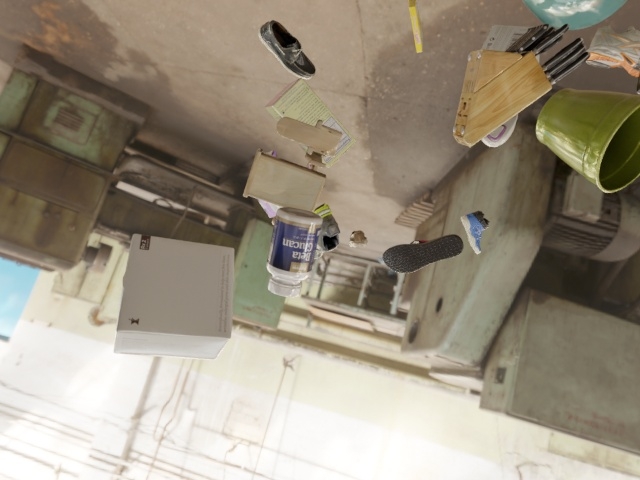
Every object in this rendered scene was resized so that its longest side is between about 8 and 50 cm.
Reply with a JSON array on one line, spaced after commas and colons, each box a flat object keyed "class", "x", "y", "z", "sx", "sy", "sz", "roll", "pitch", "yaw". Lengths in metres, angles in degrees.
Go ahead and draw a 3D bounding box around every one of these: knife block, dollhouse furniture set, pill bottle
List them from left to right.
[{"class": "dollhouse furniture set", "x": -0.080, "y": -0.198, "z": 1.293, "sx": 0.174, "sy": 0.303, "sz": 0.355, "roll": 19, "pitch": -162, "yaw": -7}, {"class": "pill bottle", "x": -0.057, "y": 0.024, "z": 0.986, "sx": 0.094, "sy": 0.169, "sz": 0.094, "roll": 12, "pitch": -167, "yaw": -3}, {"class": "knife block", "x": 0.443, "y": -0.335, "z": 1.073, "sx": 0.242, "sy": 0.275, "sz": 0.088, "roll": 7, "pitch": -163, "yaw": -3}]

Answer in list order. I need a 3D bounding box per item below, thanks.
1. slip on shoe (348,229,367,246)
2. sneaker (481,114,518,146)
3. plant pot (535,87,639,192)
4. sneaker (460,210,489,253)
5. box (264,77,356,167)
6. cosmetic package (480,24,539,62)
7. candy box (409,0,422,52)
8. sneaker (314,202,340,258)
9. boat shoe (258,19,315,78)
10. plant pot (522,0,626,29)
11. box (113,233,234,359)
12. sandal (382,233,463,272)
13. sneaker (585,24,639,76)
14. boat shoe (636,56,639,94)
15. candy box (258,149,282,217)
[{"class": "slip on shoe", "x": 0.099, "y": -0.006, "z": 1.300, "sx": 0.052, "sy": 0.041, "sz": 0.135, "roll": -11, "pitch": -179, "yaw": 5}, {"class": "sneaker", "x": 0.540, "y": -0.364, "z": 1.484, "sx": 0.114, "sy": 0.305, "sz": 0.152, "roll": -2, "pitch": 135, "yaw": 20}, {"class": "plant pot", "x": 1.055, "y": -0.425, "z": 1.884, "sx": 0.367, "sy": 0.366, "sz": 0.353, "roll": 29, "pitch": -168, "yaw": -42}, {"class": "sneaker", "x": 0.540, "y": -0.030, "z": 1.647, "sx": 0.085, "sy": 0.152, "sz": 0.058, "roll": -23, "pitch": -162, "yaw": 9}, {"class": "box", "x": -0.036, "y": -0.356, "z": 1.475, "sx": 0.243, "sy": 0.117, "sz": 0.213, "roll": 46, "pitch": 180, "yaw": -18}, {"class": "cosmetic package", "x": 0.614, "y": -0.574, "z": 1.580, "sx": 0.152, "sy": 0.151, "sz": 0.183, "roll": 19, "pitch": 159, "yaw": 30}, {"class": "candy box", "x": 0.358, "y": -0.820, "z": 1.817, "sx": 0.027, "sy": 0.105, "sz": 0.206, "roll": -5, "pitch": 150, "yaw": 17}, {"class": "sneaker", "x": 0.000, "y": 0.000, "z": 1.692, "sx": 0.121, "sy": 0.111, "sz": 0.300, "roll": 57, "pitch": 161, "yaw": 21}, {"class": "boat shoe", "x": -0.096, "y": -0.618, "z": 1.583, "sx": 0.233, "sy": 0.083, "sz": 0.079, "roll": 38, "pitch": 153, "yaw": -32}, {"class": "plant pot", "x": 0.622, "y": -0.693, "z": 1.205, "sx": 0.293, "sy": 0.292, "sz": 0.235, "roll": 4, "pitch": -165, "yaw": 39}, {"class": "box", "x": -0.255, "y": 0.103, "z": 0.856, "sx": 0.182, "sy": 0.180, "sz": 0.119, "roll": 9, "pitch": 147, "yaw": -20}, {"class": "sandal", "x": 0.228, "y": 0.027, "z": 1.085, "sx": 0.179, "sy": 0.067, "sz": 0.040, "roll": -15, "pitch": -166, "yaw": 17}, {"class": "sneaker", "x": 0.924, "y": -0.557, "z": 1.415, "sx": 0.263, "sy": 0.120, "sz": 0.099, "roll": 19, "pitch": -177, "yaw": 6}, {"class": "boat shoe", "x": 0.598, "y": -0.323, "z": 0.864, "sx": 0.049, "sy": 0.152, "sz": 0.056, "roll": 16, "pitch": 164, "yaw": 0}, {"class": "candy box", "x": -0.183, "y": -0.211, "z": 1.819, "sx": 0.070, "sy": 0.196, "sz": 0.164, "roll": -14, "pitch": 132, "yaw": 20}]
